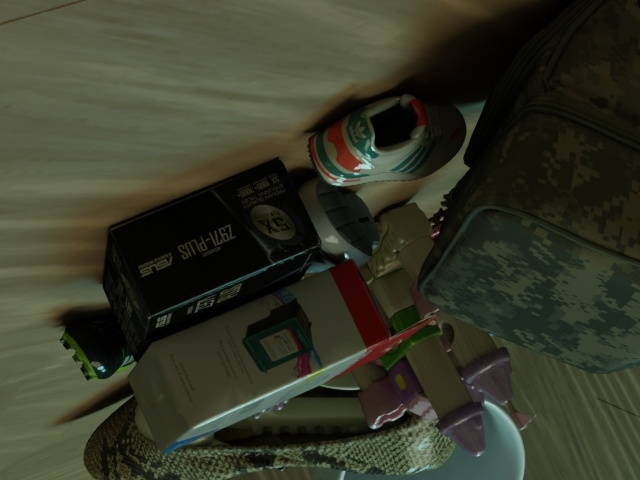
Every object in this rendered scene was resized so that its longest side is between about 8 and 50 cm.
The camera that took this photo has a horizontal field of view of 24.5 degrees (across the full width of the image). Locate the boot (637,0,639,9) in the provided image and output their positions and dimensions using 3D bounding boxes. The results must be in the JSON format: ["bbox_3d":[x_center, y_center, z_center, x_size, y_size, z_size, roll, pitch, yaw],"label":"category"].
[{"bbox_3d":[0.194,-0.174,0.817,0.106,0.114,0.037,-19,168,-34],"label":"boot"}]

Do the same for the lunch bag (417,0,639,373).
[{"bbox_3d":[0.223,-0.058,1.164,0.305,0.212,0.256,110,5,-73],"label":"lunch bag"}]

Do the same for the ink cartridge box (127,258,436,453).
[{"bbox_3d":[-0.033,0.090,1.227,0.231,0.078,0.134,-22,171,-22],"label":"ink cartridge box"}]

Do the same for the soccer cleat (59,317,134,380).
[{"bbox_3d":[-0.192,0.091,1.370,0.072,0.060,0.179,-36,176,-1],"label":"soccer cleat"}]

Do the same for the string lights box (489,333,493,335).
[{"bbox_3d":[0.111,0.110,1.925,0.259,0.077,0.133,-9,172,-16],"label":"string lights box"}]

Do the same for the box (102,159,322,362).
[{"bbox_3d":[-0.092,0.021,1.188,0.147,0.077,0.180,-23,169,-16],"label":"box"}]

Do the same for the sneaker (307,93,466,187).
[{"bbox_3d":[0.069,-0.082,1.125,0.161,0.057,0.075,-13,169,-41],"label":"sneaker"}]

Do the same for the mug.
[{"bbox_3d":[0.107,0.298,2.118,0.276,0.374,0.328,-17,-152,-11],"label":"mug"}]

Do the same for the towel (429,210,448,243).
[{"bbox_3d":[0.134,0.015,1.840,0.199,0.031,0.275,-29,169,13],"label":"towel"}]

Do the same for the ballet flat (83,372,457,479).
[{"bbox_3d":[-0.071,0.204,1.816,0.482,0.164,0.182,-3,137,7],"label":"ballet flat"}]

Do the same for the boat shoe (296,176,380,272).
[{"bbox_3d":[0.000,0.000,1.288,0.076,0.083,0.226,-29,170,9],"label":"boat shoe"}]

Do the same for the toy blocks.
[{"bbox_3d":[0.092,0.132,1.587,0.309,0.260,0.288,-19,162,-28],"label":"toy blocks"}]

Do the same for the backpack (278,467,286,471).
[{"bbox_3d":[-0.054,0.259,2.328,0.115,0.152,0.182,-27,159,-27],"label":"backpack"}]
